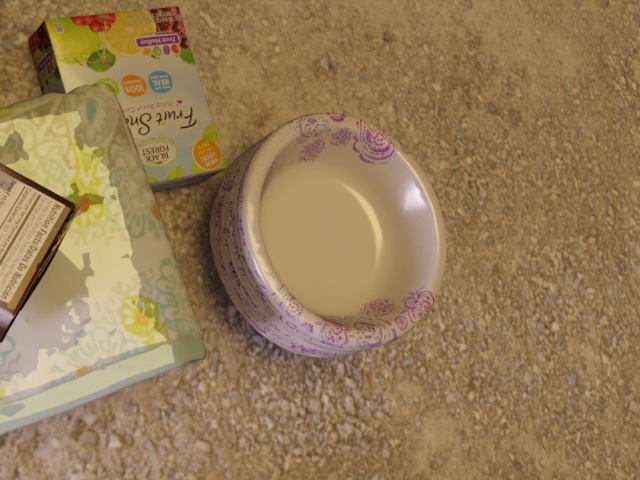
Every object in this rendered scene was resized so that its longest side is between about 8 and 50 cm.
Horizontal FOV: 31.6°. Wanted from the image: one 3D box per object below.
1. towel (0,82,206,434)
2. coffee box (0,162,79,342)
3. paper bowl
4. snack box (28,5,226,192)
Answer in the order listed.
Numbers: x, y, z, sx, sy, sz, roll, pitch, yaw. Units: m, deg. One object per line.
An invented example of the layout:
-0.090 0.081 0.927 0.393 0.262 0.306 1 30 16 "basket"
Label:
-0.333 0.031 1.135 0.374 0.090 0.321 -18 87 -23 "towel"
-0.380 -0.036 0.999 0.297 0.168 0.119 30 69 -12 "coffee box"
0.000 0.000 1.362 0.284 0.148 0.284 9 72 -30 "paper bowl"
-0.222 -0.158 1.312 0.174 0.070 0.207 -15 86 -33 "snack box"
